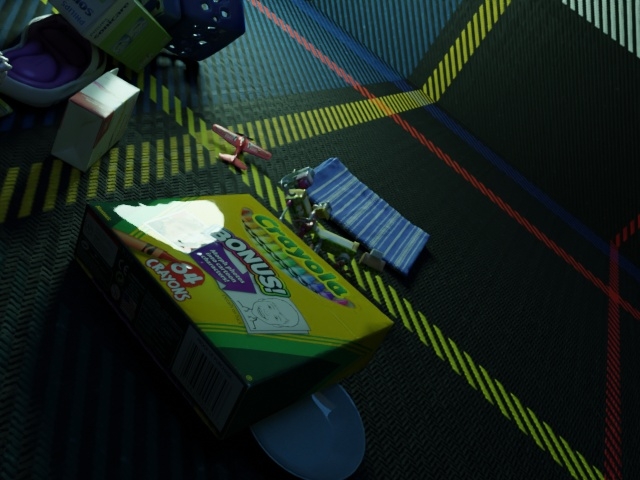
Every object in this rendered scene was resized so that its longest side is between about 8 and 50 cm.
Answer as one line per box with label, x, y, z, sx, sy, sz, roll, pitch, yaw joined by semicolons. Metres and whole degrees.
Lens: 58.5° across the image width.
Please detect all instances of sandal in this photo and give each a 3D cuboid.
sandal;-0.510;-0.382;1.129;0.169;0.102;0.416;24;30;-24

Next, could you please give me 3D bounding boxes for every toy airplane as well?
toy airplane;-0.183;-0.205;1.293;0.151;0.028;0.151;25;32;-16

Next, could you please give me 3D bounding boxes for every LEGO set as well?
LEGO set;0.000;0.000;1.122;0.287;0.132;0.107;50;42;-23

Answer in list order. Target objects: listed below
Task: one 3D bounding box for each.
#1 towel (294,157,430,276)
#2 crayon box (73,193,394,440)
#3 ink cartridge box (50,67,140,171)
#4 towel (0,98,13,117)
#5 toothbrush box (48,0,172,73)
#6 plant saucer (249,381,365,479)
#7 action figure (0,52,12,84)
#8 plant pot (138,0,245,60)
towel;0.110;-0.068;1.394;0.336;0.040;0.243;39;31;5
crayon box;-0.122;0.073;0.841;0.363;0.106;0.313;41;30;26
ink cartridge box;-0.387;-0.220;1.015;0.067;0.115;0.198;28;31;-12
towel;-0.595;-0.201;0.869;0.102;0.021;0.237;35;30;0
toothbrush box;-0.454;-0.487;1.171;0.206;0.122;0.283;46;5;1
plant saucer;-0.027;0.253;0.797;0.194;0.037;0.195;25;31;-17
action figure;-0.530;-0.148;0.638;0.275;0.248;0.370;-21;65;-47
plant pot;-0.344;-0.604;1.422;0.212;0.235;0.236;-6;90;-41
